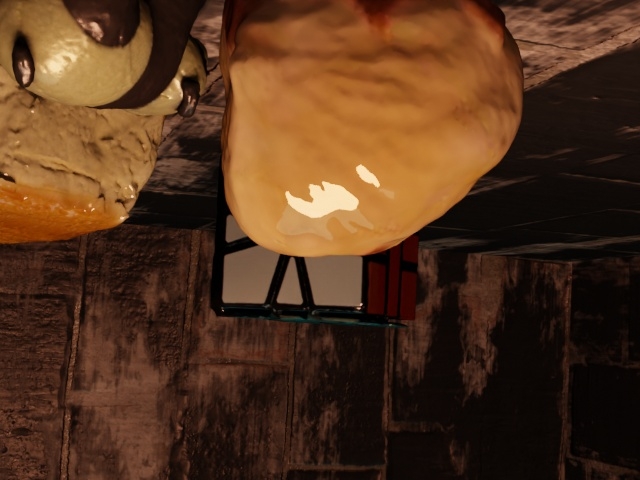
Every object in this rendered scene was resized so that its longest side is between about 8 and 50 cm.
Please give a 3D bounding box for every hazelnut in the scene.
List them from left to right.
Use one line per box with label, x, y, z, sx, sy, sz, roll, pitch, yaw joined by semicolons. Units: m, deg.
hazelnut;0.013;-0.110;0.764;0.261;0.261;0.241;1;174;23

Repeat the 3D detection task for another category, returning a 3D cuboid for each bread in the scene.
bread;-0.320;-0.109;1.019;0.250;0.225;0.279;-10;158;42

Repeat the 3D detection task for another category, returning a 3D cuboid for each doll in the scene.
doll;-0.177;-0.171;0.811;0.143;0.135;0.234;3;179;22

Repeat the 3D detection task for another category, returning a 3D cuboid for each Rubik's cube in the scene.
Rubik's cube;0.000;0.000;1.694;0.288;0.294;0.283;-1;171;22
